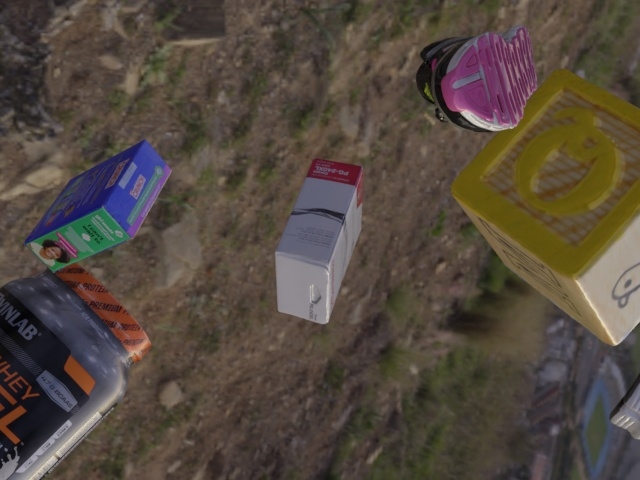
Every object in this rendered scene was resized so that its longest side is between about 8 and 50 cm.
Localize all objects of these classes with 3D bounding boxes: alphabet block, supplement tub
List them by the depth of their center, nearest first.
[{"bbox_3d":[0.294,-0.035,0.967,0.192,0.193,0.197,-49,141,0],"label":"alphabet block"},{"bbox_3d":[-0.355,0.177,0.981,0.316,0.193,0.194,-46,135,-20],"label":"supplement tub"}]

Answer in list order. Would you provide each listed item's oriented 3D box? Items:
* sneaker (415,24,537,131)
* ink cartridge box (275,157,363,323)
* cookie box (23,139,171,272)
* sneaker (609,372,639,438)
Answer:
[{"bbox_3d":[0.096,-0.105,0.589,0.170,0.074,0.063,-42,117,-60],"label":"sneaker"},{"bbox_3d":[0.000,0.000,0.978,0.109,0.063,0.150,90,16,-49],"label":"ink cartridge box"},{"bbox_3d":[-0.192,-0.029,0.756,0.040,0.107,0.092,49,39,-27],"label":"cookie box"},{"bbox_3d":[0.296,0.123,0.628,0.208,0.094,0.082,-11,132,-42],"label":"sneaker"}]
